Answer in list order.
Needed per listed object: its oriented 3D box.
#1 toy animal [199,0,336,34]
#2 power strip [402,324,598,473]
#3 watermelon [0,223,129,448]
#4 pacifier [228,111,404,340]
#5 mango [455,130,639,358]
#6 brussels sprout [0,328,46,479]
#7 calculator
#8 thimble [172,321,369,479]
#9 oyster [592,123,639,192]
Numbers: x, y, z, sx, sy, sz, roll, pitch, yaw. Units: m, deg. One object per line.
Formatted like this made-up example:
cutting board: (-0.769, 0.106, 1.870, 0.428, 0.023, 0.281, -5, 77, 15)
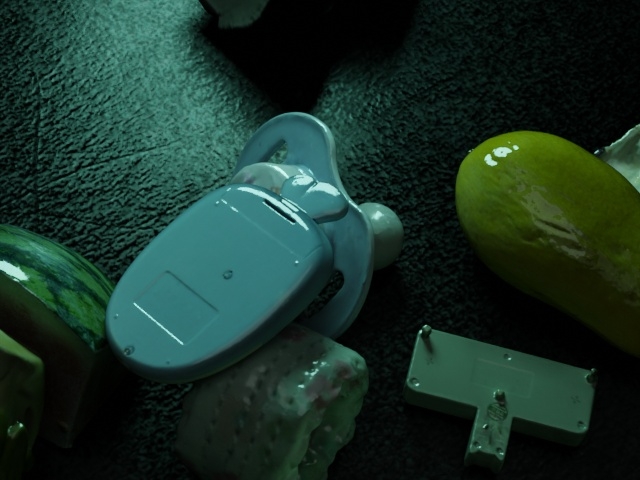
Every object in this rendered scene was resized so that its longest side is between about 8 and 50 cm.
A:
toy animal: (-0.016, -0.417, 2.046, 0.310, 0.251, 0.251, -30, 65, -32)
power strip: (0.201, 0.189, 1.790, 0.215, 0.061, 0.145, 13, 58, 4)
watermelon: (-0.326, 0.100, 1.736, 0.213, 0.261, 0.201, 31, 90, 9)
pacifier: (0.000, 0.000, 1.839, 0.225, 0.238, 0.287, 6, 47, -38)
mango: (0.307, -0.007, 1.877, 0.331, 0.142, 0.195, 34, 67, 6)
brussels sprout: (-0.419, 0.218, 1.597, 0.247, 0.328, 0.328, 30, 61, 5)
calculator: (-0.097, 0.032, 1.672, 0.188, 0.042, 0.302, 35, 69, 31)
thimble: (-0.054, 0.193, 1.704, 0.149, 0.185, 0.211, 27, 105, 16)
oyster: (0.399, -0.099, 1.986, 0.121, 0.045, 0.146, 15, 67, 0)
